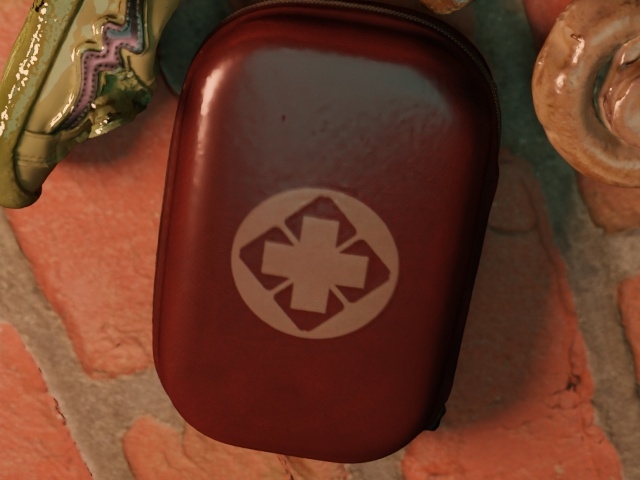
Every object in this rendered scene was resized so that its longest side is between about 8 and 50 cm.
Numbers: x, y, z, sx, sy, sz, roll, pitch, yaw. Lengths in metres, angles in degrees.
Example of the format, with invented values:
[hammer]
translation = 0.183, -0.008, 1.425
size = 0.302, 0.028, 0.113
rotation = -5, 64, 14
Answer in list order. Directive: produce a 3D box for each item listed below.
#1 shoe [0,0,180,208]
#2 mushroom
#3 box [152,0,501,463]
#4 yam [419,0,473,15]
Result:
[shoe]
translation = -0.187, -0.133, 1.189
size = 0.128, 0.140, 0.262
rotation = 22, 111, 0
[mushroom]
translation = 0.241, -0.119, 1.176
size = 0.166, 0.127, 0.166
rotation = 2, 110, 7
[box]
translation = 0.000, 0.000, 1.258
size = 0.263, 0.108, 0.403
rotation = 8, 115, -1
[yam]
translation = 0.023, -0.280, 1.152
size = 0.061, 0.061, 0.274
rotation = -37, 107, 19
